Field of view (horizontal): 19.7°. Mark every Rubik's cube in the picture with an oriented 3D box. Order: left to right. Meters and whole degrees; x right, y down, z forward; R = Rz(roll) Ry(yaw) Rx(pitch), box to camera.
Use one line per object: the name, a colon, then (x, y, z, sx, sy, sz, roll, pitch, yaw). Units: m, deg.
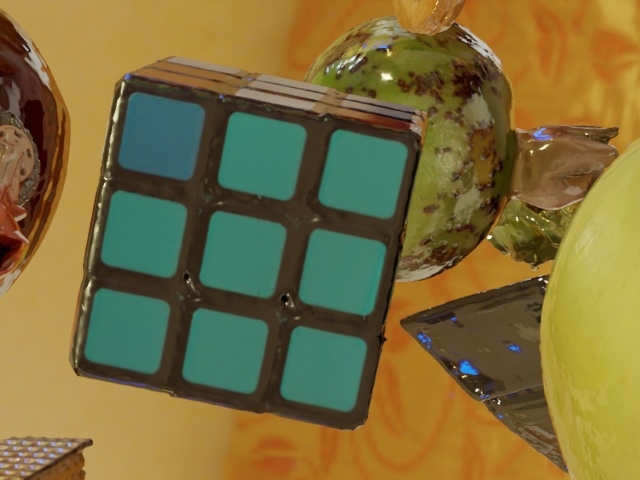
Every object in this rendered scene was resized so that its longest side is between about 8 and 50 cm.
Rubik's cube: (-0.035, -0.004, 0.996, 0.163, 0.162, 0.160, -63, -16, -80)

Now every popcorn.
popcorn: (0.251, -0.040, 2.113, 0.141, 0.135, 0.162, -41, 53, 20)

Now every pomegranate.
pomegranate: (0.137, -0.089, 1.893, 0.285, 0.341, 0.285, -171, 90, -87)

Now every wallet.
wallet: (0.275, 0.159, 2.082, 0.247, 0.323, 0.041, -21, 38, 44)

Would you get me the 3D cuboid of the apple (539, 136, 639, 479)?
apple: (0.251, 0.064, 0.910, 0.254, 0.292, 0.292, 111, 151, -42)

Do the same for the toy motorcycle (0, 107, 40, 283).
toy motorcycle: (-0.313, -0.026, 1.350, 0.089, 0.298, 0.171, -6, 87, 40)

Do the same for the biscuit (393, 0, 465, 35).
biscuit: (0.091, -0.260, 1.258, 0.165, 0.036, 0.250, -128, 49, -57)

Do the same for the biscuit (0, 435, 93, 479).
biscuit: (-0.290, 0.220, 1.301, 0.094, 0.379, 0.054, 0, 102, 23)

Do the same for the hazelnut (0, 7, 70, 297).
hazelnut: (-0.448, -0.085, 1.858, 0.421, 0.353, 0.420, -1, 87, 25)
